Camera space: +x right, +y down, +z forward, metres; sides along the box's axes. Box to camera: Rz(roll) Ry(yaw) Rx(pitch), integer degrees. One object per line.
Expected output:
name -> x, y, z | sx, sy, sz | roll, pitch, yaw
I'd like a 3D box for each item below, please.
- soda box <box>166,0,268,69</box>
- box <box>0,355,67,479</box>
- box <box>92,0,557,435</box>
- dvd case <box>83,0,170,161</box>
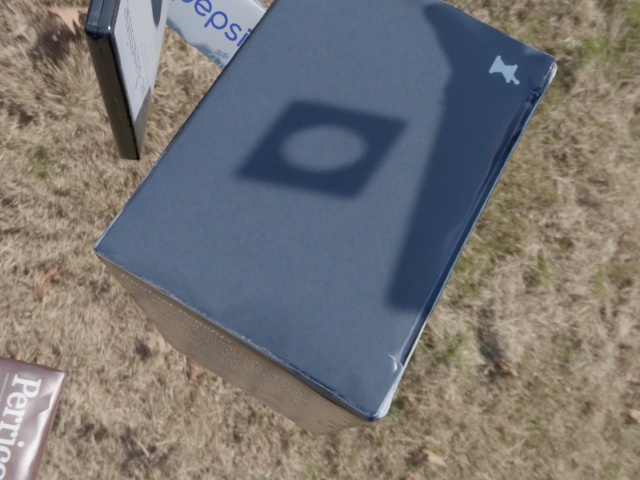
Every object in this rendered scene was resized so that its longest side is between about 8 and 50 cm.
soda box -> -0.154, -0.303, 0.805 | 0.286, 0.098, 0.091 | 37, 106, -17
box -> -0.369, 0.136, 0.364 | 0.381, 0.143, 0.191 | 19, 58, -25
box -> 0.000, 0.000, 0.611 | 0.211, 0.395, 0.294 | 30, 71, 5
dvd case -> -0.151, -0.220, 0.547 | 0.022, 0.180, 0.253 | 7, 68, -7
